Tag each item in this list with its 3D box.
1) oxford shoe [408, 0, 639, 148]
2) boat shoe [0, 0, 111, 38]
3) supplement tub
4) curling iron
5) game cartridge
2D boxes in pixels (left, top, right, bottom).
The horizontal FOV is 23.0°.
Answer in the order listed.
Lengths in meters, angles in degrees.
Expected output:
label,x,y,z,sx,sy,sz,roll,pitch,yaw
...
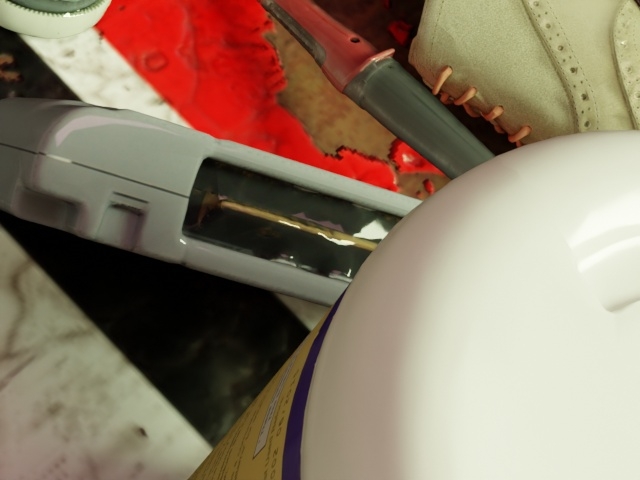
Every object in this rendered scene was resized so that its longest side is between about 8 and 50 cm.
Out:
label,x,y,z,sx,sy,sz,roll,pitch,yaw
oxford shoe,0.130,-0.084,0.854,0.146,0.140,0.397,-21,72,-3
boat shoe,-0.130,-0.258,0.831,0.116,0.099,0.319,10,57,-17
supplement tub,0.058,0.141,0.536,0.241,0.331,0.241,11,58,-18
curling iron,0.030,-0.096,0.799,0.068,0.035,0.274,-36,59,-4
game cartridge,0.000,0.000,0.680,0.297,0.198,0.062,16,93,-22
